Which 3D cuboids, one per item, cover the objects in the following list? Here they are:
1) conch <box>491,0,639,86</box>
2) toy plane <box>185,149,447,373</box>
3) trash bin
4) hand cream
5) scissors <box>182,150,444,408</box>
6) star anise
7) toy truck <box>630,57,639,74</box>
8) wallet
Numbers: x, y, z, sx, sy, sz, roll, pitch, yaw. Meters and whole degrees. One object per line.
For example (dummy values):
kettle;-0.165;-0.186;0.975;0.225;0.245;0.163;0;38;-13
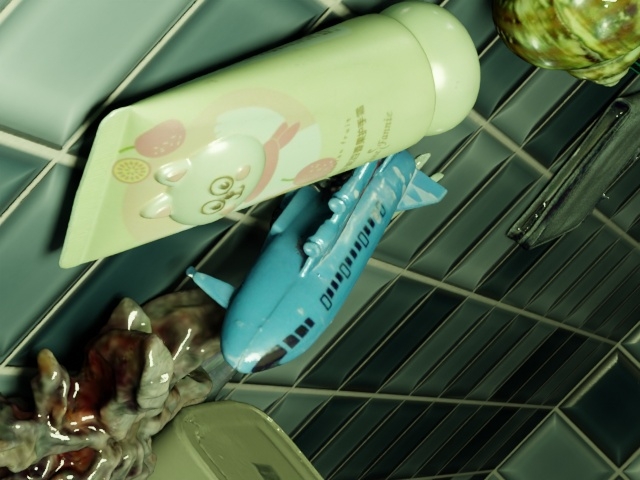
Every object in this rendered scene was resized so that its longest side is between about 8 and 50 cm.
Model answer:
conch;0.215;-0.202;1.389;0.187;0.124;0.181;-46;169;-25
toy plane;0.000;0.000;1.378;0.271;0.105;0.254;-42;165;-39
trash bin;-0.120;0.277;1.558;0.250;0.219;0.220;-48;163;19
hand cream;-0.029;-0.077;1.189;0.306;0.093;0.147;-22;153;-34
scissors;-0.041;0.059;1.569;0.383;0.029;0.256;-42;164;-6
star anise;-0.154;0.131;1.335;0.212;0.129;0.282;-67;163;14
toy truck;0.326;-0.234;1.633;0.116;0.110;0.216;-48;170;-42
wallet;0.306;-0.083;2.089;0.167;0.036;0.222;-19;148;-56
